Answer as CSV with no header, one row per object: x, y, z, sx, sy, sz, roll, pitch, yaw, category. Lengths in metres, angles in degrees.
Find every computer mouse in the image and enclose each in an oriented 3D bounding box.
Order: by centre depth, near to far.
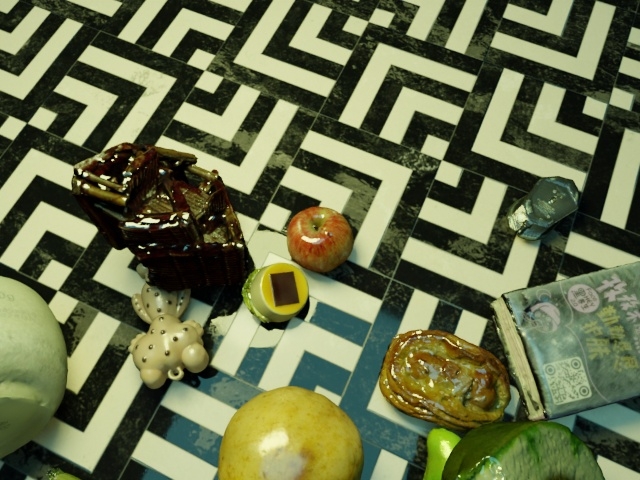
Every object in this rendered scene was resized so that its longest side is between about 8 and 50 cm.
0.507,-0.074,1.165,0.192,0.062,0.106,-40,74,-8,computer mouse

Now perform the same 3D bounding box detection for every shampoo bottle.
-0.630,0.223,0.911,0.317,0.323,0.322,30,70,35,shampoo bottle

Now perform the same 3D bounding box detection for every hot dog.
0.250,0.276,0.998,0.258,0.114,0.175,17,68,8,hot dog

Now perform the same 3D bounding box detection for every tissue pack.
0.559,0.196,1.029,0.360,0.122,0.260,-13,70,-7,tissue pack

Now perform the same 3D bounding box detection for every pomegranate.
-0.050,0.386,0.894,0.260,0.260,0.261,0,68,1,pomegranate

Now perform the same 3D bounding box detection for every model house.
-0.254,-0.053,1.008,0.282,0.317,0.297,30,61,15,model house

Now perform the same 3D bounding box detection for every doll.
-0.317,0.161,1.060,0.154,0.119,0.278,-8,59,-4,doll

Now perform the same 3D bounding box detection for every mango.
0.234,0.462,0.920,0.125,0.111,0.233,-25,57,29,mango

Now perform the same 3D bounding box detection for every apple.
0.000,0.000,1.106,0.146,0.131,0.147,-3,54,4,apple

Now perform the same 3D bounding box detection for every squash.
-0.440,0.483,0.957,0.183,0.052,0.052,25,70,9,squash

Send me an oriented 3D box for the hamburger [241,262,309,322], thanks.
-0.095,0.111,1.080,0.141,0.081,0.127,-24,84,-31,hamburger

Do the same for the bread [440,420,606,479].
0.347,0.481,0.823,0.382,0.129,0.366,42,54,-14,bread
